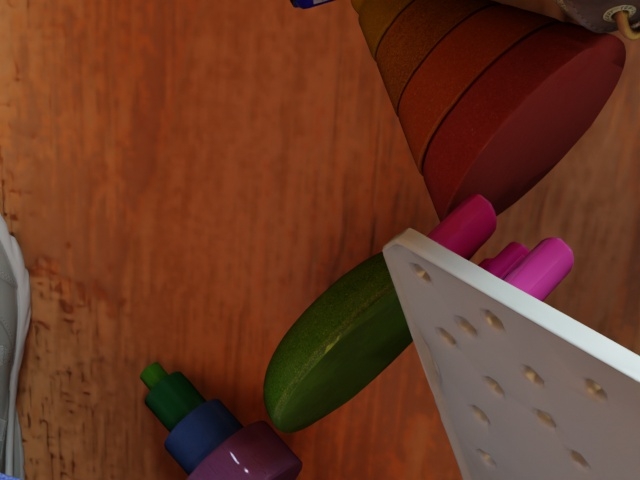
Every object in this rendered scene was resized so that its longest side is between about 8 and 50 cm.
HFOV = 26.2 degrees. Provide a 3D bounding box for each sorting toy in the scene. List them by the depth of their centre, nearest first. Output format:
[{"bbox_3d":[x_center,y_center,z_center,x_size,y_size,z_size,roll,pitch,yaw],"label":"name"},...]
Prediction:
[{"bbox_3d":[0.000,0.000,0.722,0.126,0.127,0.365,46,123,17],"label":"sorting toy"}]

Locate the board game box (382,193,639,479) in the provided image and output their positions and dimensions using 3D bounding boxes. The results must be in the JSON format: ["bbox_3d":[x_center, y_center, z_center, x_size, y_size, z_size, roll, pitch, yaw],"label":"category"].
[{"bbox_3d":[0.219,0.188,0.608,0.390,0.050,0.390,31,154,40],"label":"board game box"}]

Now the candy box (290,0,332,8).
[{"bbox_3d":[0.065,-0.269,0.442,0.268,0.122,0.317,-18,92,1],"label":"candy box"}]

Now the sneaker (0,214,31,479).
[{"bbox_3d":[-0.223,0.083,0.775,0.105,0.115,0.281,1,119,9],"label":"sneaker"}]

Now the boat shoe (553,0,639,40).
[{"bbox_3d":[0.130,-0.153,0.595,0.342,0.123,0.123,10,131,6],"label":"boat shoe"}]

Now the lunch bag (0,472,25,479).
[{"bbox_3d":[-0.110,0.317,0.696,0.239,0.328,0.385,-32,137,31],"label":"lunch bag"}]
